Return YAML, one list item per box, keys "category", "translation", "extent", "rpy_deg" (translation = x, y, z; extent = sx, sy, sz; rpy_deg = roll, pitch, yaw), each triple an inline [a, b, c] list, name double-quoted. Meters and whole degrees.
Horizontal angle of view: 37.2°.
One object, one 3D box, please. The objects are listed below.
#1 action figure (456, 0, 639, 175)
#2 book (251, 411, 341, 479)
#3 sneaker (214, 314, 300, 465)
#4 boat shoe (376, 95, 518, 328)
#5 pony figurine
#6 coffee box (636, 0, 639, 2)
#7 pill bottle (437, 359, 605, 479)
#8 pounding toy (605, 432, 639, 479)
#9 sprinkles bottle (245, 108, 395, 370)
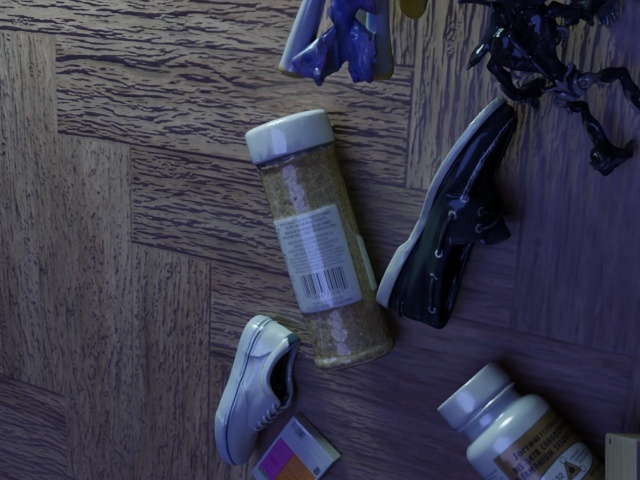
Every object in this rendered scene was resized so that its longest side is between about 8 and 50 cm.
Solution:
- category: "action figure"
  translation: [0.283, -0.207, 1.111]
  extent: [0.275, 0.141, 0.164]
  rpy_deg: [46, 124, -4]
- category: "book"
  translation: [-0.043, 0.355, 1.510]
  extent: [0.096, 0.035, 0.144]
  rpy_deg: [45, 120, 18]
- category: "sneaker"
  translation: [-0.096, 0.247, 1.477]
  extent: [0.091, 0.094, 0.258]
  rpy_deg: [24, 113, 29]
- category: "boat shoe"
  translation: [0.186, -0.020, 1.221]
  extent: [0.113, 0.127, 0.340]
  rpy_deg: [36, 120, 18]
- category: "pony figurine"
  translation: [0.049, -0.351, 1.019]
  extent: [0.303, 0.351, 0.363]
  rpy_deg: [23, 127, 15]
- category: "coffee box"
  translation: [0.345, -0.299, 1.063]
  extent: [0.184, 0.113, 0.040]
  rpy_deg: [32, 118, 23]
- category: "pill bottle"
  translation: [0.266, 0.275, 1.241]
  extent: [0.229, 0.131, 0.131]
  rpy_deg: [49, 121, 12]
- category: "pounding toy"
  translation: [0.440, 0.339, 1.137]
  extent: [0.181, 0.094, 0.206]
  rpy_deg: [3, 84, -8]
- category: "sprinkles bottle"
  translation: [0.000, 0.000, 1.341]
  extent: [0.121, 0.121, 0.355]
  rpy_deg: [-14, 95, 33]
